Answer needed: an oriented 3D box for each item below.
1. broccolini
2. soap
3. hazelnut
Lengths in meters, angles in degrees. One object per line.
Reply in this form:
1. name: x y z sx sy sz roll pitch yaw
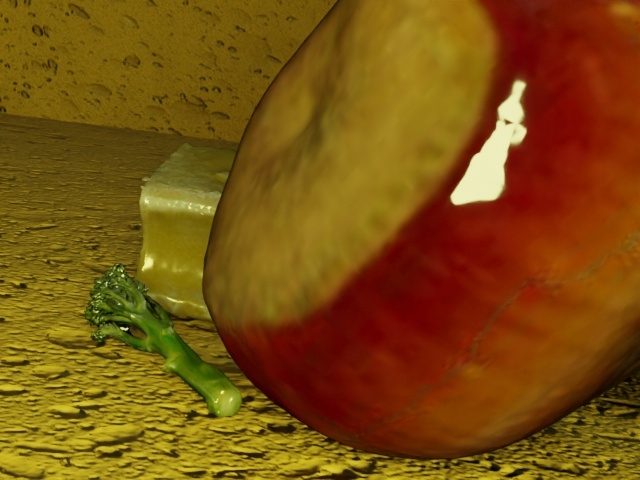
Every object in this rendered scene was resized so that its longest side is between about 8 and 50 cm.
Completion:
1. broccolini: -0.136 0.087 0.848 0.058 0.067 0.216 -1 23 -33
2. soap: 0.000 0.000 1.113 0.338 0.169 0.304 11 20 5
3. hazelnut: 0.109 -0.037 0.742 0.359 0.409 0.359 36 25 -20
